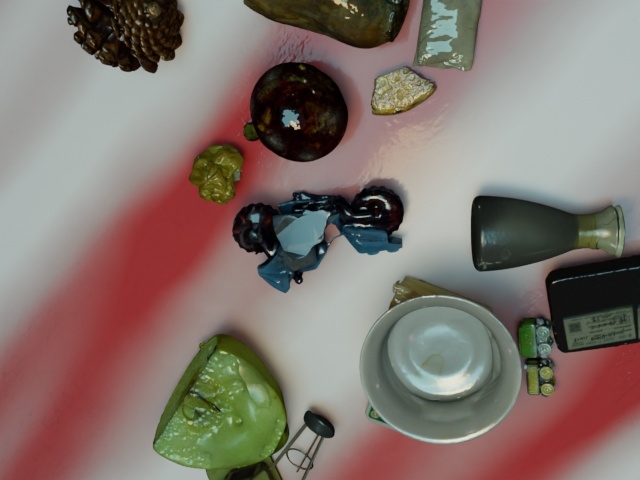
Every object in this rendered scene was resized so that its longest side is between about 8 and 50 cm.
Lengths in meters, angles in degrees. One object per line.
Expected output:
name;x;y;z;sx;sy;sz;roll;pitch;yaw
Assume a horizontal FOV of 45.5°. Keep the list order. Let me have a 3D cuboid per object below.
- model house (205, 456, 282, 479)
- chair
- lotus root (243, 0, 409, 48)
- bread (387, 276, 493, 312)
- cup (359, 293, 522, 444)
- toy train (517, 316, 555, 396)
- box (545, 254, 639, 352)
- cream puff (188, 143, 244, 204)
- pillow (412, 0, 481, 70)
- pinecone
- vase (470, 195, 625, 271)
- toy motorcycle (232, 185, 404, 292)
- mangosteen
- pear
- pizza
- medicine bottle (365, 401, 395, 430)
model house;-0.220;0.710;1.995;0.205;0.278;0.218;-21;100;15
chair;-0.034;0.541;2.005;0.104;0.095;0.221;34;109;19
lotus root;0.023;-0.549;1.639;0.346;0.250;0.250;26;108;4
bread;0.258;0.235;1.851;0.246;0.111;0.239;22;107;6
cup;0.267;0.263;1.711;0.347;0.163;0.347;2;104;9
toy train;0.519;0.280;1.833;0.081;0.060;0.202;-3;103;21
box;0.698;0.138;1.725;0.350;0.058;0.211;-10;117;11
cream puff;-0.253;-0.162;1.851;0.121;0.156;0.156;22;109;-12
pillow;0.280;-0.470;1.684;0.134;0.078;0.181;8;103;8
pinecone;-0.455;-0.515;1.753;0.264;0.264;0.264;3;105;12
vase;0.505;-0.017;1.714;0.321;0.173;0.173;-1;104;6
toy motorcycle;0.000;0.000;1.834;0.416;0.172;0.232;-9;108;6
mangosteen;-0.072;-0.278;1.756;0.231;0.231;0.289;55;140;-5
pear;-0.218;0.430;1.956;0.318;0.238;0.342;32;103;-10
pizza;0.182;-0.344;1.758;0.160;0.036;0.099;-21;99;16
medicine bottle;0.212;0.425;1.933;0.183;0.069;0.119;19;105;6
